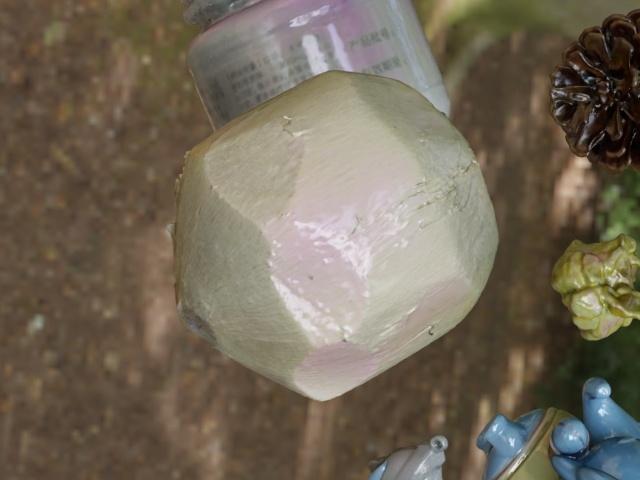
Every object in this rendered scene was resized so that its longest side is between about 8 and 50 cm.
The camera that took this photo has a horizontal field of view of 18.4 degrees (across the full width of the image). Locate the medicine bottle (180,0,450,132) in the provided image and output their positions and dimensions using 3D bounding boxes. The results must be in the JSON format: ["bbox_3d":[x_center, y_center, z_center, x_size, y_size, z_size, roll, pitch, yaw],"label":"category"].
[{"bbox_3d":[-0.026,-0.228,2.158,0.325,0.256,0.256,66,14,-1],"label":"medicine bottle"}]

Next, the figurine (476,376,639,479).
[{"bbox_3d":[0.246,0.225,1.783,0.154,0.262,0.180,-38,150,-34],"label":"figurine"}]

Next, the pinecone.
[{"bbox_3d":[0.291,-0.138,1.885,0.165,0.163,0.163,-15,111,-52],"label":"pinecone"}]

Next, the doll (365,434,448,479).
[{"bbox_3d":[0.043,0.143,1.108,0.057,0.039,0.114,61,-35,30],"label":"doll"}]

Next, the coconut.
[{"bbox_3d":[-0.001,-0.002,1.445,0.227,0.230,0.227,53,-17,24],"label":"coconut"}]

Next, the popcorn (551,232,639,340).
[{"bbox_3d":[0.271,0.045,1.917,0.109,0.089,0.097,-92,165,-65],"label":"popcorn"}]
